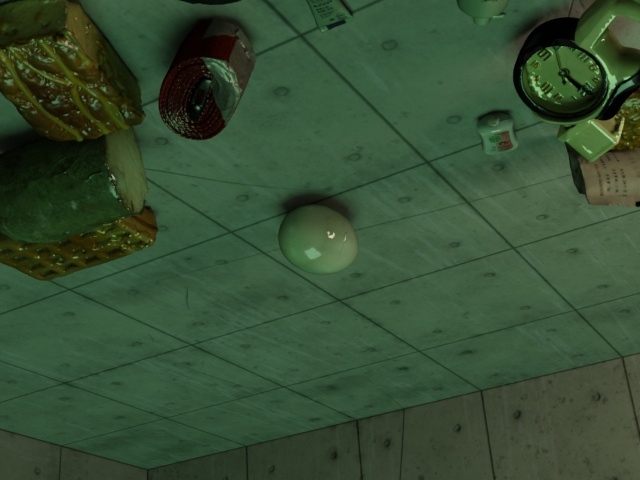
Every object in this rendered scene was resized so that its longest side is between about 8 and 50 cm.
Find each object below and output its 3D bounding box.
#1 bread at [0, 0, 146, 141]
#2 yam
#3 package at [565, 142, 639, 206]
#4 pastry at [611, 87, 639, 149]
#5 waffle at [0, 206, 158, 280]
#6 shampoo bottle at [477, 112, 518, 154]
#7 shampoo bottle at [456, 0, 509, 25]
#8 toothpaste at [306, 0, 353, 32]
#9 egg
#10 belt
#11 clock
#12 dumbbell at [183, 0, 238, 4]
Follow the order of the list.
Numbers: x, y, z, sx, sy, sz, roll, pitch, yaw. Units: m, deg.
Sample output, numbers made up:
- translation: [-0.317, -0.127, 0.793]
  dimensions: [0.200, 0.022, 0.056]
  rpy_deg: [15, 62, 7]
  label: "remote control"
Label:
- translation: [-0.426, -0.271, 1.590]
  dimensions: [0.184, 0.114, 0.275]
  rpy_deg: [-10, 154, 12]
  label: "bread"
- translation: [-0.475, -0.103, 1.816]
  dimensions: [0.300, 0.195, 0.195]
  rpy_deg: [-15, 151, 20]
  label: "yam"
- translation: [0.580, -0.150, 1.848]
  dimensions: [0.203, 0.251, 0.062]
  rpy_deg: [-1, 130, -3]
  label: "package"
- translation: [0.569, -0.247, 1.787]
  dimensions: [0.188, 0.103, 0.189]
  rpy_deg: [-4, 153, -2]
  label: "pastry"
- translation: [-0.539, -0.018, 2.081]
  dimensions: [0.327, 0.098, 0.224]
  rpy_deg: [-15, 153, 21]
  label: "waffle"
- translation: [0.345, -0.210, 1.891]
  dimensions: [0.072, 0.043, 0.099]
  rpy_deg: [-11, 152, 13]
  label: "shampoo bottle"
- translation: [0.244, -0.412, 1.442]
  dimensions: [0.085, 0.085, 0.262]
  rpy_deg: [-6, 153, 4]
  label: "shampoo bottle"
- translation: [-0.008, -0.390, 1.503]
  dimensions: [0.062, 0.037, 0.216]
  rpy_deg: [-13, 155, 16]
  label: "toothpaste"
- translation: [0.000, 0.000, 2.133]
  dimensions: [0.151, 0.151, 0.209]
  rpy_deg: [-25, 152, 35]
  label: "egg"
- translation: [-0.188, -0.272, 1.614]
  dimensions: [0.128, 0.124, 0.201]
  rpy_deg: [24, 141, -11]
  label: "belt"
- translation: [0.500, -0.305, 1.583]
  dimensions: [0.276, 0.120, 0.379]
  rpy_deg: [40, 140, -12]
  label: "clock"
- translation: [-0.142, -0.460, 1.166]
  dimensions: [0.203, 0.204, 0.322]
  rpy_deg: [-3, 153, -3]
  label: "dumbbell"
